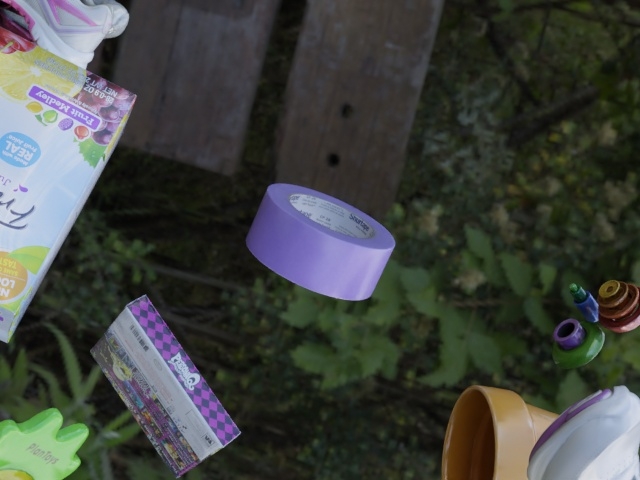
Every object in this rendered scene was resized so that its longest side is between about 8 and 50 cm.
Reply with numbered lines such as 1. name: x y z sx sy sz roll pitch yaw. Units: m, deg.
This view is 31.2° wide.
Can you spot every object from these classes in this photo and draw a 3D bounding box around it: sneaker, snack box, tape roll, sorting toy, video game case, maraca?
1. sneaker: -0.360 -0.341 1.479 0.111 0.252 0.103 -40 -170 11
2. snack box: -0.259 -0.056 0.846 0.207 0.174 0.070 -68 -172 -29
3. tape roll: 0.000 0.000 1.549 0.080 0.189 0.189 -65 167 16
4. sorting toy: 0.238 0.065 1.009 0.102 0.042 0.061 -36 -154 13
5. video game case: -0.224 0.211 1.616 0.042 0.232 0.210 -32 173 -33
6. sneaker: 0.256 0.247 1.016 0.114 0.152 0.305 -29 141 -27
7. maraca: -0.232 0.178 0.745 0.185 0.099 0.127 -41 157 -5

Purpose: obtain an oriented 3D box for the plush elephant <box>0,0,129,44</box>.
1. plush elephant: -0.511 -0.400 1.817 0.255 0.271 0.330 -18 84 -54

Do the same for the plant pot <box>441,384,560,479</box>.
1. plant pot: 0.286 0.309 1.555 0.205 0.187 0.205 -172 -90 -78
